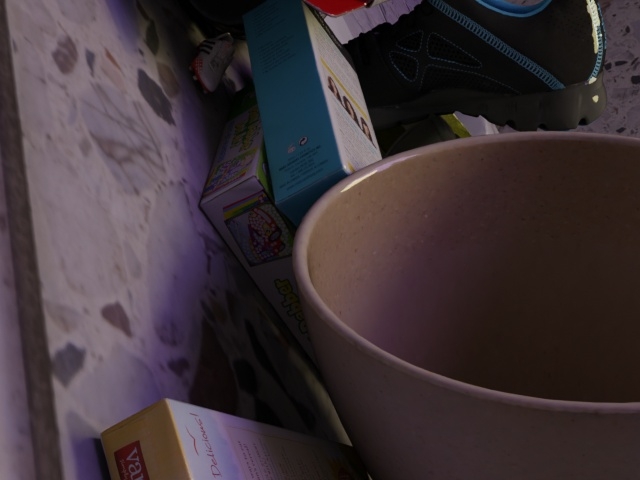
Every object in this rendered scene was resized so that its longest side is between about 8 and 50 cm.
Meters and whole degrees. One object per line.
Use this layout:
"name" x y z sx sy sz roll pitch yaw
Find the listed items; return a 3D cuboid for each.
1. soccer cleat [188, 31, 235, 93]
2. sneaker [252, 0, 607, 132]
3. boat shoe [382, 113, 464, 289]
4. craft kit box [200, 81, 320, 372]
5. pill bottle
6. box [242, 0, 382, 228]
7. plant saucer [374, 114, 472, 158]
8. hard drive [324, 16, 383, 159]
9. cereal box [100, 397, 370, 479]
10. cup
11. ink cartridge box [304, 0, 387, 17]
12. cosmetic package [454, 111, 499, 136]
"soccer cleat" -0.091 -0.155 0.876 0.029 0.035 0.083 54 17 -29
"sneaker" 0.100 -0.183 0.982 0.125 0.341 0.140 -70 157 -64
"boat shoe" 0.124 -0.009 0.946 0.113 0.127 0.340 42 15 -18
"craft kit box" 0.000 0.000 0.881 0.247 0.061 0.250 59 16 -23
"pill bottle" -0.058 -0.256 0.991 0.123 0.123 0.219 61 15 -5
"box" -0.002 -0.097 0.825 0.100 0.060 0.244 48 21 -41
"plant saucer" 0.100 -0.121 1.160 0.188 0.045 0.188 48 -11 -13
"hard drive" 0.003 -0.268 1.350 0.353 0.047 0.233 64 16 3
"cereal box" -0.012 0.184 0.540 0.240 0.047 0.173 33 31 -60
"cup" 0.154 0.100 0.660 0.331 0.331 0.237 -86 173 -62
"ink cartridge box" -0.031 -0.333 0.850 0.309 0.130 0.272 34 32 10
"cosmetic package" 0.276 0.040 1.502 0.453 0.161 0.230 57 16 -16
